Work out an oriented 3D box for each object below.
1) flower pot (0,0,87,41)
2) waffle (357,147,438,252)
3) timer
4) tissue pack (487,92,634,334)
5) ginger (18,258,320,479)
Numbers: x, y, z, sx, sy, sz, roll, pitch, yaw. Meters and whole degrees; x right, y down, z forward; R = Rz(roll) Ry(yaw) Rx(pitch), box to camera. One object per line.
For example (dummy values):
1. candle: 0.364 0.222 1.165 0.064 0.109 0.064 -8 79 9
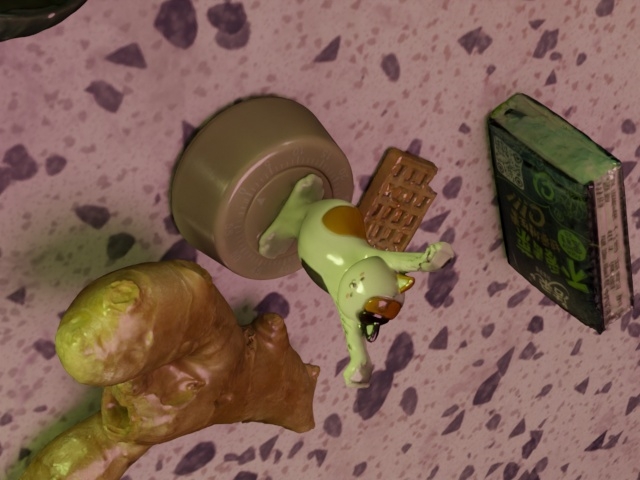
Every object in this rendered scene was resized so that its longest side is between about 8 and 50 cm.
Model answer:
1. flower pot: -0.252 -0.231 0.809 0.243 0.157 0.189 10 112 -41
2. waffle: 0.078 -0.031 1.309 0.092 0.021 0.135 16 110 -42
3. timer: 0.000 0.000 1.091 0.175 0.266 0.175 -20 130 -26
4. tissue pack: 0.270 -0.028 1.352 0.073 0.173 0.235 -32 134 -15
5. ginger: -0.127 0.120 1.171 0.348 0.122 0.363 -22 143 -37
